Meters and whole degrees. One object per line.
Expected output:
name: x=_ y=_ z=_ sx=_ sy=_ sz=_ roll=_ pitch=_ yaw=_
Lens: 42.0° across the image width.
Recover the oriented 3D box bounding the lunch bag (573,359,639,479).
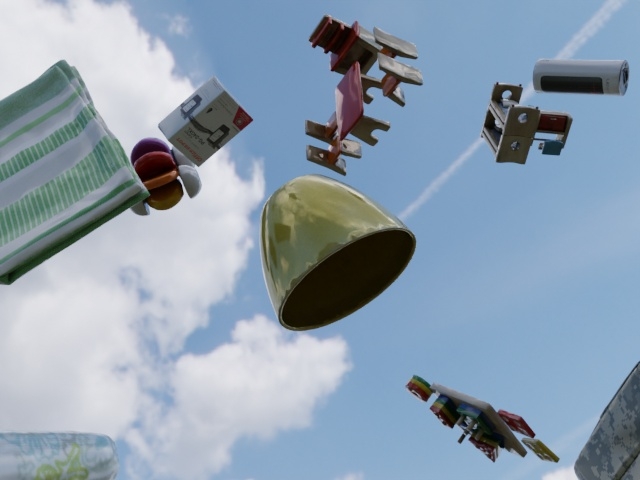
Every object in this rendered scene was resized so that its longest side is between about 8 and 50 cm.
lunch bag: x=0.578 y=0.366 z=1.305 sx=0.212 sy=0.256 sz=0.305 roll=9 pitch=-59 yaw=-22

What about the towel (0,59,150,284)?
towel: x=-0.398 y=-0.102 z=1.152 sx=0.248 sy=0.325 sz=0.038 roll=-34 pitch=-36 yaw=-6

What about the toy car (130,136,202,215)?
toy car: x=-0.348 y=-0.150 z=1.760 sx=0.159 sy=0.182 sz=0.136 roll=-22 pitch=-48 yaw=-3

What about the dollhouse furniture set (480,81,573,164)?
dollhouse furniture set: x=0.453 y=-0.244 z=1.751 sx=0.183 sy=0.129 sz=0.129 roll=3 pitch=-57 yaw=-9

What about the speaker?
speaker: x=0.401 y=-0.252 z=1.283 sx=0.136 sy=0.055 sz=0.055 roll=10 pitch=-23 yaw=34

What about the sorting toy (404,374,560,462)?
sorting toy: x=0.248 y=0.300 z=1.326 sx=0.046 sy=0.274 sz=0.132 roll=-49 pitch=-60 yaw=-19

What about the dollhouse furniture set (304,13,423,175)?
dollhouse furniture set: x=0.052 y=-0.301 z=1.583 sx=0.135 sy=0.259 sz=0.262 roll=19 pitch=-45 yaw=-24

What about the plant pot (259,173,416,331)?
plant pot: x=0.000 y=0.000 z=0.714 sx=0.134 sy=0.095 sz=0.134 roll=-27 pitch=-27 yaw=-15

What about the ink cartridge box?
ink cartridge box: x=-0.225 y=-0.231 z=1.635 sx=0.150 sy=0.063 sz=0.109 roll=-41 pitch=-38 yaw=5

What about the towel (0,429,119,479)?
towel: x=-0.334 y=0.337 z=0.694 sx=0.090 sy=0.375 sz=0.320 roll=20 pitch=-6 yaw=17
